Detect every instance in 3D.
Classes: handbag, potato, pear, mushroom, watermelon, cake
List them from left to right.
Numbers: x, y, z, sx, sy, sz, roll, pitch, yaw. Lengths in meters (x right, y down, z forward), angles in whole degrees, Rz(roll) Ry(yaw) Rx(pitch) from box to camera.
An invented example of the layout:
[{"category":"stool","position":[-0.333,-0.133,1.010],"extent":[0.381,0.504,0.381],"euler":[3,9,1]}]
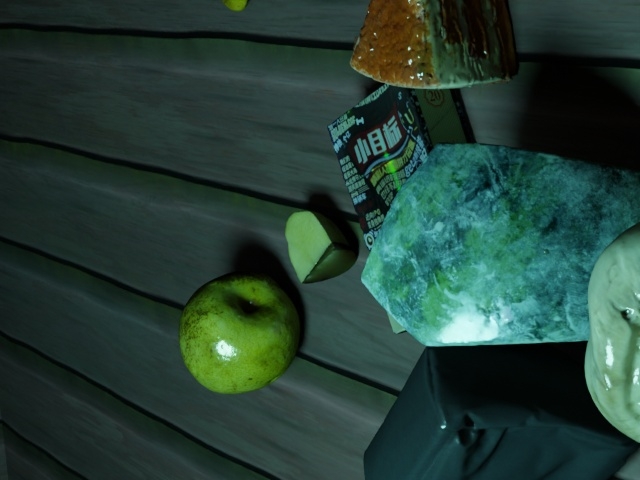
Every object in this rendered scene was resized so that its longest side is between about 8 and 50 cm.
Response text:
[{"category":"pear","position":[-0.131,0.152,2.207],"extent":[0.197,0.197,0.197],"euler":[24,119,52]},{"category":"potato","position":[0.000,0.000,2.071],"extent":[0.096,0.066,0.103],"euler":[-43,58,37]},{"category":"cake","position":[0.157,-0.294,1.656],"extent":[0.159,0.158,0.262],"euler":[43,132,36]},{"category":"handbag","position":[0.216,0.232,1.681],"extent":[0.302,0.275,0.177],"euler":[111,154,-50]},{"category":"watermelon","position":[0.247,0.014,1.602],"extent":[0.387,0.258,0.228],"euler":[3,87,14]},{"category":"mushroom","position":[0.376,0.105,1.358],"extent":[0.254,0.260,0.234],"euler":[-43,24,18]}]

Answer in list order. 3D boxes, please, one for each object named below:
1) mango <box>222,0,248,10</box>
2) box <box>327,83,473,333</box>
[{"category":"mango","position":[-0.132,-0.411,2.155],"extent":[0.079,0.057,0.114],"euler":[28,131,45]},{"category":"box","position":[0.133,-0.049,1.835],"extent":[0.198,0.084,0.310],"euler":[-30,75,56]}]
